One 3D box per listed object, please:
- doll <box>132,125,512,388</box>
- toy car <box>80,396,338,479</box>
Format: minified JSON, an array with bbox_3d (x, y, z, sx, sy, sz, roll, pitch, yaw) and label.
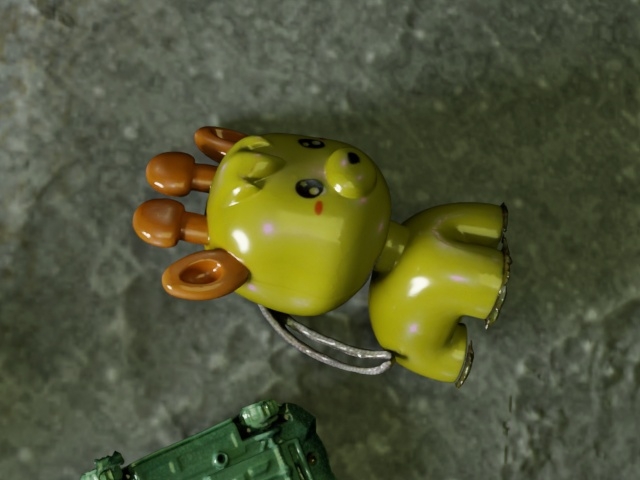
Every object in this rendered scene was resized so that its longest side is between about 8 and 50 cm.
[{"bbox_3d":[0.000,0.000,0.817,0.220,0.135,0.143,15,45,-11],"label":"doll"},{"bbox_3d":[-0.076,0.152,0.792,0.186,0.058,0.093,-20,88,-32],"label":"toy car"}]
